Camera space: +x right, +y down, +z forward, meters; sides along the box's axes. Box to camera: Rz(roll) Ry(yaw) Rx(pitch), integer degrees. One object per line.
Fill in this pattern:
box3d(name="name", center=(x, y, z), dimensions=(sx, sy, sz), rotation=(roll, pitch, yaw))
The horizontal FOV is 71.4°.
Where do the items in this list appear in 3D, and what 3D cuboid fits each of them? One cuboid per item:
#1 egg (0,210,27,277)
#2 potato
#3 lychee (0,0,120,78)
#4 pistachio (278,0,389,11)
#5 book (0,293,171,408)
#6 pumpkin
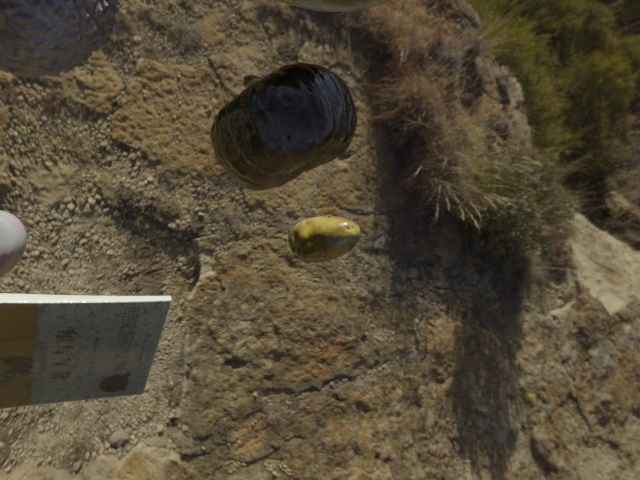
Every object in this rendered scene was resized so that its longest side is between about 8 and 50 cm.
box3d(name="egg", center=(-0.575, 0.011, 0.772), dimensions=(0.103, 0.103, 0.135), rotation=(26, 63, -23))
box3d(name="potato", center=(0.000, 0.000, 0.422), dimensions=(0.045, 0.092, 0.046), rotation=(13, 82, -37))
box3d(name="lychee", center=(-0.638, -0.549, 0.945), dimensions=(0.380, 0.380, 0.432), rotation=(50, 42, -12))
box3d(name="pistachio", center=(-0.002, -0.398, 0.527), dimensions=(0.321, 0.229, 0.237), rotation=(0, 83, -19))
box3d(name="book", center=(-0.471, 0.189, 0.742), dimensions=(0.389, 0.268, 0.032), rotation=(4, 35, -33))
box3d(name="pumpkin", center=(-0.057, -0.169, 0.640), dimensions=(0.219, 0.219, 0.162), rotation=(-31, 93, -32))
